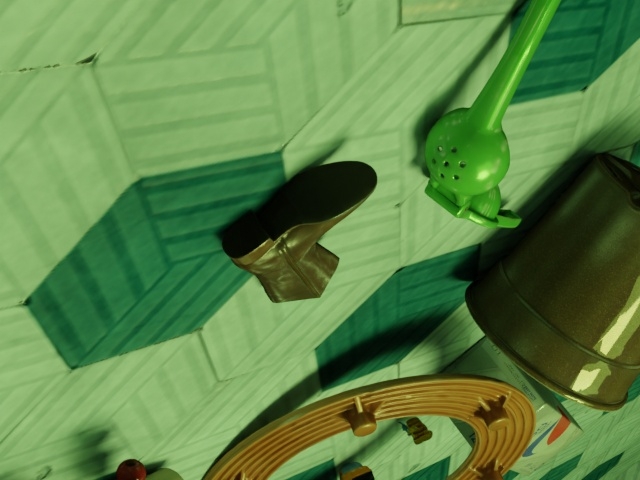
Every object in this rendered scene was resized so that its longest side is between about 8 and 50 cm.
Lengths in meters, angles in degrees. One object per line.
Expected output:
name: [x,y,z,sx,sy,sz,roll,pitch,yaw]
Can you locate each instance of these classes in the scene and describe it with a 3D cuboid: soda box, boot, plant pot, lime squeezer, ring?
soda box: [0.213,0.192,1.300,0.091,0.098,0.286,-40,155,6]
boot: [0.000,0.000,0.740,0.106,0.037,0.114,-26,154,7]
plant pot: [0.235,0.026,0.977,0.167,0.167,0.165,0,128,-53]
lime squeezer: [0.109,-0.060,0.786,0.110,0.059,0.310,-61,164,-25]
ring: [0.047,0.228,1.093,0.337,0.032,0.336,-13,144,-10]

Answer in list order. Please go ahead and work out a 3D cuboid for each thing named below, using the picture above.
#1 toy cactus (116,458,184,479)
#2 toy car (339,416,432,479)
toy cactus: [-0.170,0.223,0.867,0.219,0.112,0.180,-56,168,31]
toy car: [0.069,0.239,1.254,0.122,0.040,0.060,-34,135,-2]
